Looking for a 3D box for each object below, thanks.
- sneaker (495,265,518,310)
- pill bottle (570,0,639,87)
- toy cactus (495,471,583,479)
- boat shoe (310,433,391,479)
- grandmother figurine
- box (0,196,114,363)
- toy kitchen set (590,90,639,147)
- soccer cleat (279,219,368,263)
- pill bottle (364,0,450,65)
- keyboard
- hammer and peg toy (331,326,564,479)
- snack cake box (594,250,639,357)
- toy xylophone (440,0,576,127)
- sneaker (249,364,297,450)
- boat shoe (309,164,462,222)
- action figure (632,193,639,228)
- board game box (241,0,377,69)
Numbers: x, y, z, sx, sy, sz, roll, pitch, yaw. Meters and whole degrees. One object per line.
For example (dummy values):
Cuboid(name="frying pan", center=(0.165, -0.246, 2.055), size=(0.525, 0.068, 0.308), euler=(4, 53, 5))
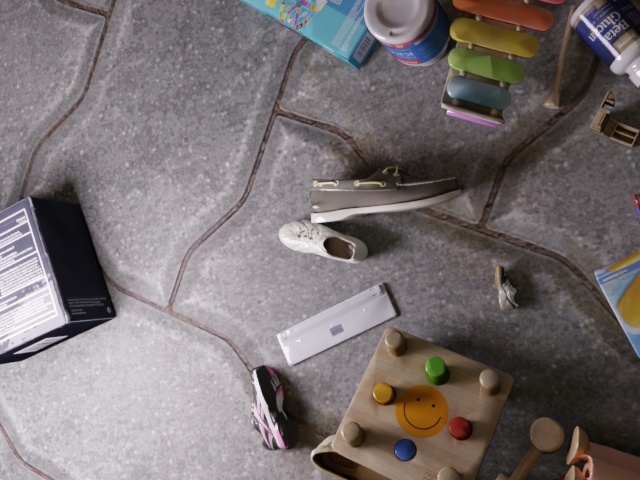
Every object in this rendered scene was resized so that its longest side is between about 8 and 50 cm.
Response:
Cuboid(name="sneaker", center=(0.343, 0.087, 1.349), size=(0.036, 0.032, 0.083), euler=(-9, 89, 7))
Cuboid(name="pill bottle", center=(0.519, -0.347, 1.260), size=(0.094, 0.094, 0.169), euler=(-40, 75, 15))
Cuboid(name="toy cactus", center=(0.380, 0.484, 1.286), size=(0.180, 0.112, 0.219), euler=(35, 109, 29))
Cuboid(name="boat shoe", center=(0.120, 0.445, 1.386), size=(0.285, 0.089, 0.105), euler=(8, 90, 21))
Cuboid(name="grandmother figurine", center=(0.574, 0.418, 1.180), size=(0.342, 0.104, 0.208), euler=(12, 67, 10))
Cuboid(name="box", center=(-0.668, 0.096, 1.661), size=(0.296, 0.182, 0.294), euler=(-24, 81, 17))
Cuboid(name="toy kitchen set", center=(0.515, -0.210, 1.262), size=(0.075, 0.083, 0.068), euler=(27, 98, 20))
Cuboid(name="soccer cleat", center=(0.000, 0.000, 1.460), size=(0.196, 0.076, 0.068), euler=(15, 93, 22))
Cuboid(name="pill bottle", center=(0.168, -0.389, 1.332), size=(0.124, 0.221, 0.124), euler=(-1, 87, 22))
Cuboid(name="keyboard", center=(0.030, 0.171, 1.477), size=(0.256, 0.014, 0.072), euler=(-28, 83, 18))
Cuboid(name="hammer and peg toy", center=(0.226, 0.331, 1.285), size=(0.361, 0.127, 0.266), euler=(21, 71, 21))
Cuboid(name="snack cake box", center=(0.608, 0.065, 1.199), size=(0.264, 0.089, 0.152), euler=(-29, 87, 18))
Cuboid(name="toy xylophone", center=(0.336, -0.357, 1.306), size=(0.236, 0.081, 0.323), euler=(7, 93, 3))
Cuboid(name="sneaker", center=(-0.116, 0.347, 1.497), size=(0.077, 0.072, 0.178), euler=(-27, 73, 29))
Cuboid(name="boat shoe", center=(0.116, -0.095, 1.401), size=(0.304, 0.109, 0.091), euler=(-8, 89, 25))
Cuboid(name="action figure", center=(0.569, -0.027, 1.264), size=(0.038, 0.030, 0.115), euler=(-17, 84, 17))
Cuboid(name="board game box", center=(0.001, -0.539, 1.481), size=(0.336, 0.079, 0.254), euler=(35, 100, 19))
